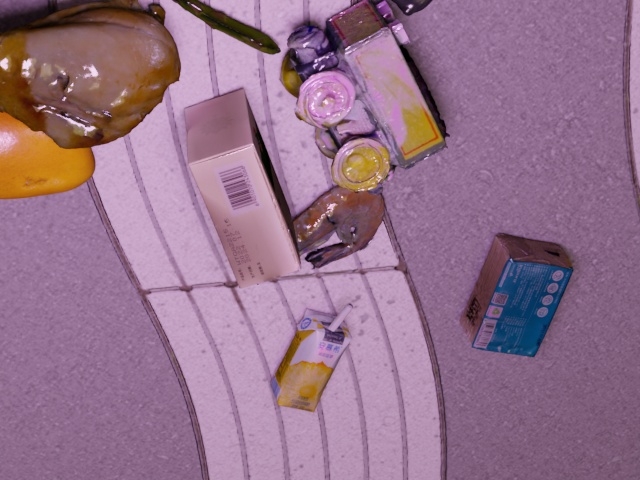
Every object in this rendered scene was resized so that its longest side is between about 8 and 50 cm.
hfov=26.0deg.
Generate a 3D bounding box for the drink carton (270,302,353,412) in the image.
[{"bbox_3d":[-0.005,0.161,2.103,0.084,0.074,0.200,17,114,-23],"label":"drink carton"}]

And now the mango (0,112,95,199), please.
[{"bbox_3d":[-0.396,-0.121,1.823,0.219,0.112,0.145,11,117,-33],"label":"mango"}]

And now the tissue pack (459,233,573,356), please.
[{"bbox_3d":[0.299,0.084,2.127,0.120,0.082,0.169,9,117,-20],"label":"tissue pack"}]

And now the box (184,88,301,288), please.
[{"bbox_3d":[-0.106,-0.071,1.883,0.095,0.168,0.212,-19,123,2],"label":"box"}]

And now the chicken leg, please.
[{"bbox_3d":[-0.375,-0.217,1.702,0.429,0.152,0.201,2,102,-25],"label":"chicken leg"}]

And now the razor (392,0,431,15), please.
[{"bbox_3d":[0.098,-0.368,1.823,0.090,0.054,0.148,-43,121,13],"label":"razor"}]

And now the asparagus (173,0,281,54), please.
[{"bbox_3d":[-0.152,-0.304,1.816,0.236,0.027,0.034,30,105,-27],"label":"asparagus"}]

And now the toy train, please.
[{"bbox_3d":[0.059,-0.188,1.874,0.177,0.134,0.261,-28,123,3],"label":"toy train"}]

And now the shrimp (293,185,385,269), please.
[{"bbox_3d":[0.000,0.000,2.029,0.223,0.047,0.126,-36,132,7],"label":"shrimp"}]
